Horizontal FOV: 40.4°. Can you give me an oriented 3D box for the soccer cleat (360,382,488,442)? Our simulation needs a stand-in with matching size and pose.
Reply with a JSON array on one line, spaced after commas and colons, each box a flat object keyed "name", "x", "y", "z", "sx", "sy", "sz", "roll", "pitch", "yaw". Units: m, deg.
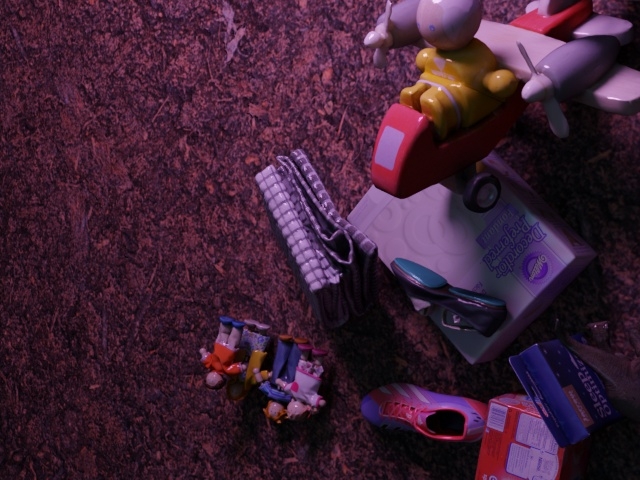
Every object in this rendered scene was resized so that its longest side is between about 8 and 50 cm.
[{"name": "soccer cleat", "x": 0.161, "y": 0.284, "z": 1.425, "sx": 0.248, "sy": 0.095, "sz": 0.082, "roll": 2, "pitch": 91, "yaw": 36}]

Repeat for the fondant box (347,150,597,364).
[{"name": "fondant box", "x": 0.228, "y": -0.008, "z": 1.375, "sx": 0.330, "sy": 0.096, "sz": 0.238, "roll": 50, "pitch": 118, "yaw": 24}]

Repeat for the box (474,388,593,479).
[{"name": "box", "x": 0.311, "y": 0.365, "z": 1.296, "sx": 0.128, "sy": 0.123, "sz": 0.256, "roll": 13, "pitch": 98, "yaw": 37}]

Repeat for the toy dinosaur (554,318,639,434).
[{"name": "toy dinosaur", "x": 0.430, "y": 0.193, "z": 1.157, "sx": 0.121, "sy": 0.313, "sz": 0.160, "roll": -29, "pitch": 35, "yaw": 23}]

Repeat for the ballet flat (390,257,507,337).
[{"name": "ballet flat", "x": 0.183, "y": 0.091, "z": 1.310, "sx": 0.203, "sy": 0.074, "sz": 0.074, "roll": 24, "pitch": 104, "yaw": 32}]

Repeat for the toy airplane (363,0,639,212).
[{"name": "toy airplane", "x": 0.238, "y": -0.261, "z": 1.202, "sx": 0.386, "sy": 0.272, "sz": 0.384, "roll": -17, "pitch": 47, "yaw": 29}]

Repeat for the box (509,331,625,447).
[{"name": "box", "x": 0.350, "y": 0.202, "z": 1.203, "sx": 0.036, "sy": 0.225, "sz": 0.136, "roll": -39, "pitch": 68, "yaw": 31}]

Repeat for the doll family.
[{"name": "doll family", "x": -0.095, "y": 0.249, "z": 1.624, "sx": 0.263, "sy": 0.118, "sz": 0.163, "roll": 18, "pitch": 95, "yaw": 17}]

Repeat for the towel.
[{"name": "towel", "x": 0.000, "y": 0.000, "z": 1.445, "sx": 0.121, "sy": 0.283, "sz": 0.235, "roll": -26, "pitch": 69, "yaw": -5}]
